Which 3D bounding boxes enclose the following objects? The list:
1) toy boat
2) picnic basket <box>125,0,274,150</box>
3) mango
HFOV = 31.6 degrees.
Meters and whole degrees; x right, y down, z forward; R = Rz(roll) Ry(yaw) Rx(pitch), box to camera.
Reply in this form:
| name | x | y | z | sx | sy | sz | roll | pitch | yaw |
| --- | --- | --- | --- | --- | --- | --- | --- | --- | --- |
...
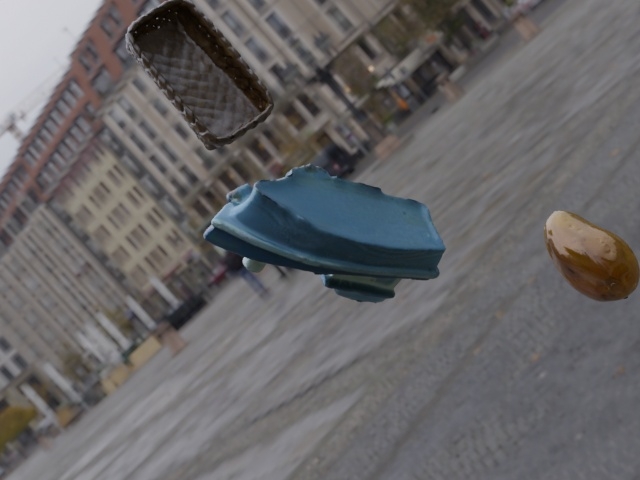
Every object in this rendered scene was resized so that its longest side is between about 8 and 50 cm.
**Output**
| name | x | y | z | sx | sy | sz | roll | pitch | yaw |
| --- | --- | --- | --- | --- | --- | --- | --- | --- | --- |
| toy boat | 0.000 | 0.000 | 1.040 | 0.238 | 0.109 | 0.098 | 11 | -49 | -37 |
| picnic basket | -0.151 | -0.203 | 1.399 | 0.110 | 0.193 | 0.055 | -37 | -6 | -22 |
| mango | 0.267 | 0.015 | 1.133 | 0.060 | 0.114 | 0.080 | -39 | -25 | -17 |
